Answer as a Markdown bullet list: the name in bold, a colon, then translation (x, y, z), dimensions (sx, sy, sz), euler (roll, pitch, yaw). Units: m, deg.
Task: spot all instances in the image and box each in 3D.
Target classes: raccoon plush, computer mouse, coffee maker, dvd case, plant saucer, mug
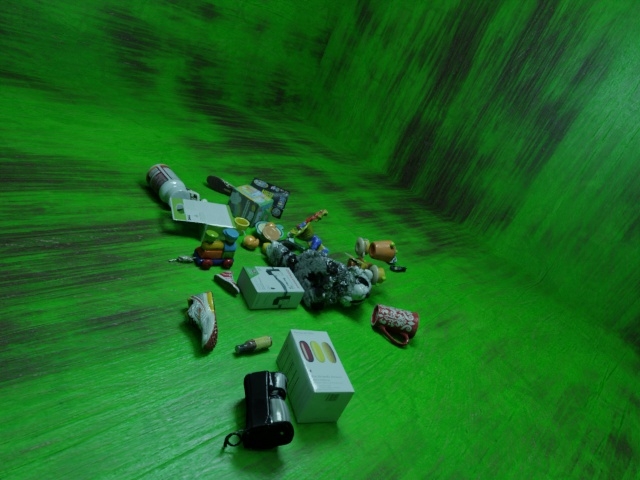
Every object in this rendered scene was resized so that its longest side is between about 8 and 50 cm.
- **raccoon plush**: translation (0.021, 0.111, 1.884), dimensions (0.299, 0.216, 0.446), euler (6, 33, -48)
- **computer mouse**: translation (0.365, 0.096, 2.401), dimensions (0.106, 0.042, 0.193), euler (-3, 43, -37)
- **coffee maker**: translation (-0.161, 0.439, 1.196), dimensions (0.171, 0.120, 0.178), euler (14, 27, -20)
- **dvd case**: translation (-0.132, 0.020, 1.951), dimensions (0.087, 0.119, 0.013), euler (33, 65, -29)
- **plant saucer**: translation (-0.215, -0.032, 1.997), dimensions (0.083, 0.013, 0.084), euler (20, 44, -20)
- **mug**: translation (0.297, 0.329, 1.822), dimensions (0.169, 0.113, 0.150), euler (18, 25, -7)

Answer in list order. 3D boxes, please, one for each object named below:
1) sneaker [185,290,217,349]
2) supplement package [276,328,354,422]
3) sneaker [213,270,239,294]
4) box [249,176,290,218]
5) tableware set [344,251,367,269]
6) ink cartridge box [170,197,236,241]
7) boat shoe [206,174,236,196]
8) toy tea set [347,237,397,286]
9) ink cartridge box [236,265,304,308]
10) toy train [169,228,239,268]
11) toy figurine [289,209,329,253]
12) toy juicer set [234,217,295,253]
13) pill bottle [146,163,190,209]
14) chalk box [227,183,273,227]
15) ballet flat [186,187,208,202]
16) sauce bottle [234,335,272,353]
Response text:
- **sneaker**: translation (-0.372, 0.255, 1.423), dimensions (0.092, 0.088, 0.225), euler (-8, 36, -16)
- **supplement package**: translation (-0.023, 0.402, 1.369), dimensions (0.139, 0.134, 0.244), euler (10, 29, -29)
- **sneaker**: translation (-0.329, 0.152, 1.677), dimensions (0.118, 0.042, 0.067), euler (33, 30, 20)
- **box**: translation (-0.285, -0.230, 2.416), dimensions (0.216, 0.060, 0.270), euler (23, 26, -6)
- **tableware set**: translation (0.147, 0.088, 1.831), dimensions (0.104, 0.024, 0.154), euler (28, 2, -14)
- **ink cartridge box**: translation (-0.502, -0.082, 1.909), dimensions (0.255, 0.097, 0.189), euler (7, 31, -27)
- **boat shoe**: translation (-0.493, -0.275, 2.328), dimensions (0.190, 0.068, 0.072), euler (31, 12, -10)
- **toy tea set**: translation (0.239, 0.086, 2.045), dimensions (0.124, 0.200, 0.336), euler (5, 5, -20)
- **ink cartridge box**: translation (-0.186, 0.175, 1.707), dimensions (0.208, 0.087, 0.153), euler (4, 33, -38)
- **toy train**: translation (-0.431, 0.024, 1.712), dimensions (0.248, 0.143, 0.105), euler (2, 34, -40)
- **toy figurine**: translation (0.000, 0.000, 2.052), dimensions (0.217, 0.191, 0.362), euler (57, -3, -7)
- **toy juicer set**: translation (-0.217, -0.020, 2.046), dimensions (0.328, 0.090, 0.209), euler (6, 31, -35)
- **pill bottle**: translation (-0.673, -0.237, 2.016), dimensions (0.121, 0.121, 0.221), euler (-5, 39, -46)
- **chalk box**: translation (-0.317, -0.154, 2.164), dimensions (0.213, 0.132, 0.132), euler (33, 27, 14)
- **ballet flat**: translation (-0.551, -0.170, 2.059), dimensions (0.213, 0.068, 0.072), euler (34, 27, 18)
- **sauce bottle**: translation (-0.212, 0.332, 1.443), dimensions (0.128, 0.042, 0.042), euler (-4, 38, -43)
